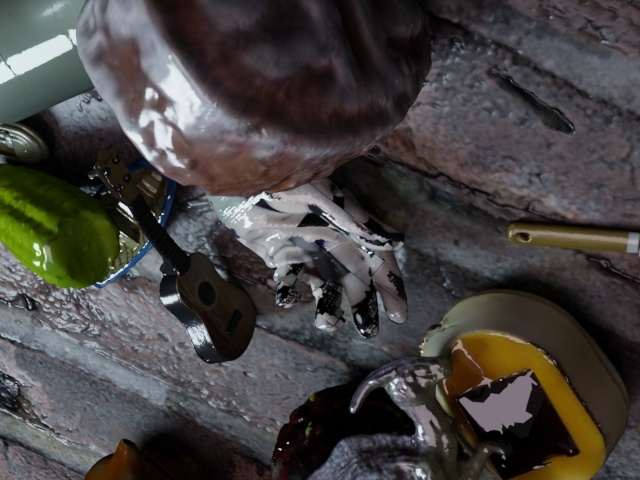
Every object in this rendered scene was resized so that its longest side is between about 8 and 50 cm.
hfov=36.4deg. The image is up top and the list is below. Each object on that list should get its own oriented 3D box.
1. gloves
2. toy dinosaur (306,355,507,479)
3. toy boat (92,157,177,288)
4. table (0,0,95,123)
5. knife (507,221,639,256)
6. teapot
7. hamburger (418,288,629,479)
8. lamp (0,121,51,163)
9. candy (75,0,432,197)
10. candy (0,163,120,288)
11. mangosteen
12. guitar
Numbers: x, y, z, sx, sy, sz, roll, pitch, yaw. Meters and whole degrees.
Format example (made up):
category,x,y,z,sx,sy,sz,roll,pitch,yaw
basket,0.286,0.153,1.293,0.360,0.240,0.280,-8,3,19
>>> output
category,x,y,z,sx,sy,sz,roll,pitch,yaw
gloves,0.000,-0.001,0.909,0.212,0.111,0.127,40,104,-4
toy dinosaur,0.068,0.244,0.898,0.162,0.077,0.294,30,96,12
toy boat,-0.194,-0.032,1.002,0.080,0.046,0.229,39,128,-6
table,-0.217,-0.192,0.847,0.220,0.126,0.126,-15,116,31
knife,0.288,-0.003,0.838,0.256,0.022,0.046,4,121,20
teapot,-0.190,0.334,1.217,0.178,0.135,0.252,28,160,47
hamburger,0.191,0.142,0.928,0.173,0.116,0.210,-31,103,27
lamp,-0.417,-0.135,0.917,0.203,0.283,0.124,5,98,21
candy,-0.040,-0.145,0.712,0.157,0.289,0.214,-34,85,41
candy,-0.288,-0.026,0.986,0.209,0.097,0.097,30,136,39
mangosteen,0.035,0.244,1.028,0.172,0.172,0.184,-22,121,33
guitar,-0.151,0.016,0.969,0.038,0.084,0.271,-12,128,30
